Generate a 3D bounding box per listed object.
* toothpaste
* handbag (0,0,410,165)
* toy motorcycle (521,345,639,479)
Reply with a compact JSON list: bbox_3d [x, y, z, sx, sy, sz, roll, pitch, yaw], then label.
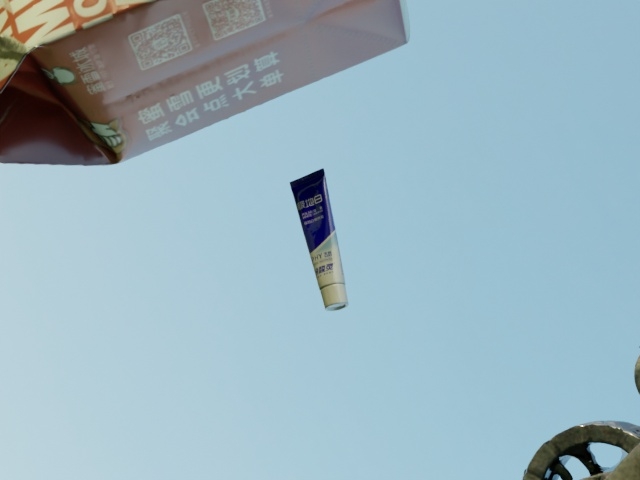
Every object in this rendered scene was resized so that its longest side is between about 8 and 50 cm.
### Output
[{"bbox_3d":[0.000,0.000,0.815,0.024,0.015,0.083,-21,-111,24],"label":"toothpaste"},{"bbox_3d":[-0.107,-0.166,0.887,0.151,0.298,0.171,71,-4,-62],"label":"handbag"},{"bbox_3d":[0.243,0.112,0.695,0.307,0.108,0.173,-39,-114,22],"label":"toy motorcycle"}]
